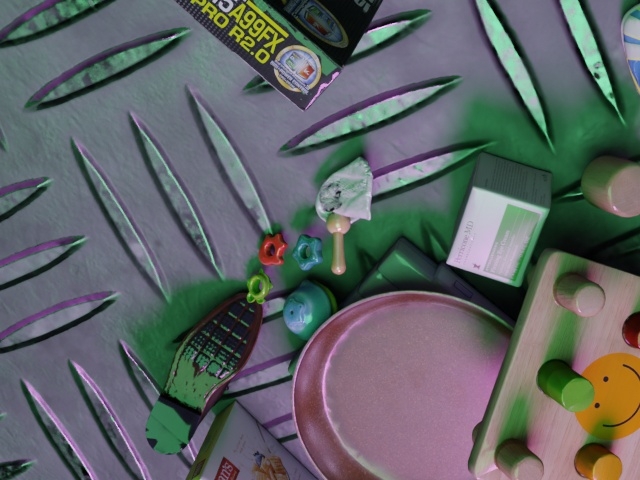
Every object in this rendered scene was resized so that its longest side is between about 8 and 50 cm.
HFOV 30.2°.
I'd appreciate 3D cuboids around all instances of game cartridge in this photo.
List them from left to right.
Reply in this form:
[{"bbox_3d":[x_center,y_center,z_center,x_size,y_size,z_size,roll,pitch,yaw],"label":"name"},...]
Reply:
[{"bbox_3d":[0.165,0.182,1.410,0.355,0.068,0.230,39,112,-3],"label":"game cartridge"}]

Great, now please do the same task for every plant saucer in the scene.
[{"bbox_3d":[0.121,0.191,1.368,0.310,0.050,0.310,6,114,13],"label":"plant saucer"}]

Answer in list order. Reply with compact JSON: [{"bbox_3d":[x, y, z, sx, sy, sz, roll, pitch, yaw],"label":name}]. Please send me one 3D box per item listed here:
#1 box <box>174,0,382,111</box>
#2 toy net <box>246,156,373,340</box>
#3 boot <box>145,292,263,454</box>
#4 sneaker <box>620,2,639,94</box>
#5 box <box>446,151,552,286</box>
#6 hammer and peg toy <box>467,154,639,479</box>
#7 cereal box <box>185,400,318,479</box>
[{"bbox_3d":[-0.052,-0.255,1.139,0.216,0.270,0.060,40,117,-8],"label":"box"},{"bbox_3d":[0.000,0.000,1.372,0.122,0.045,0.232,42,114,35],"label":"toy net"},{"bbox_3d":[-0.143,0.157,1.468,0.082,0.106,0.219,34,88,-1],"label":"boot"},{"bbox_3d":[0.373,-0.128,1.178,0.091,0.126,0.240,-32,94,27],"label":"sneaker"},{"bbox_3d":[0.195,-0.024,1.291,0.087,0.102,0.101,18,118,5],"label":"box"},{"bbox_3d":[0.329,0.111,1.235,0.266,0.127,0.361,18,95,-15],"label":"hammer and peg toy"},{"bbox_3d":[-0.056,0.332,1.469,0.047,0.173,0.240,-39,103,24],"label":"cereal box"}]
